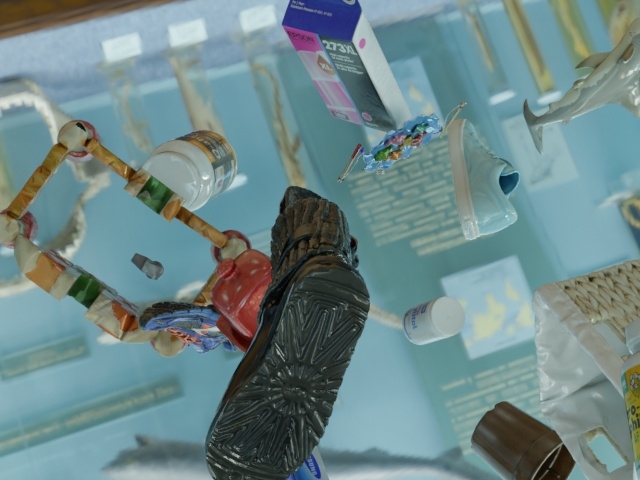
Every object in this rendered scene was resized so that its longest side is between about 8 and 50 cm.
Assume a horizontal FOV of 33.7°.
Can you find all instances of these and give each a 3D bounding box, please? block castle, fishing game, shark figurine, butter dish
[{"bbox_3d":[-0.384,0.003,2.048,0.303,0.453,0.213,-55,-172,-4],"label":"block castle"},{"bbox_3d":[0.159,-0.180,2.051,0.264,0.041,0.189,-24,163,-27],"label":"fishing game"},{"bbox_3d":[0.439,-0.221,1.651,0.278,0.116,0.166,-41,-166,21],"label":"shark figurine"},{"bbox_3d":[-0.115,0.073,1.651,0.160,0.118,0.160,-48,-150,-6],"label":"butter dish"}]

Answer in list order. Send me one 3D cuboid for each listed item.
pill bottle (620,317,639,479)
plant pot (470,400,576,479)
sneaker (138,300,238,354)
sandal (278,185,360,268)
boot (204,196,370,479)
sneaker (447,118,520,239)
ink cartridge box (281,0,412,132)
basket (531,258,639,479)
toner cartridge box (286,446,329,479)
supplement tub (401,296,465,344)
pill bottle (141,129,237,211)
[{"bbox_3d":[0.446,0.204,1.339,0.117,0.209,0.118,-1,152,0],"label":"pill bottle"},{"bbox_3d":[0.396,0.412,2.080,0.167,0.165,0.167,-29,136,-32],"label":"plant pot"},{"bbox_3d":[-0.211,0.153,1.817,0.221,0.087,0.083,7,179,-37],"label":"sneaker"},{"bbox_3d":[-0.002,-0.002,2.084,0.167,0.446,0.107,21,118,-22],"label":"sandal"},{"bbox_3d":[-0.045,0.131,1.386,0.348,0.131,0.260,-60,-163,14],"label":"boot"},{"bbox_3d":[0.378,-0.148,2.410,0.150,0.366,0.135,-10,138,10],"label":"sneaker"},{"bbox_3d":[0.042,-0.355,2.041,0.069,0.175,0.371,-55,143,-20],"label":"ink cartridge box"},{"bbox_3d":[0.553,0.242,1.789,0.266,0.328,0.331,-21,131,-9],"label":"basket"},{"bbox_3d":[-0.015,0.577,2.096,0.075,0.348,0.165,-8,154,-28],"label":"toner cartridge box"},{"bbox_3d":[0.194,0.139,1.821,0.071,0.071,0.107,-14,172,-28],"label":"supplement tub"},{"bbox_3d":[-0.295,-0.151,2.349,0.162,0.162,0.278,-22,-172,16],"label":"pill bottle"}]
